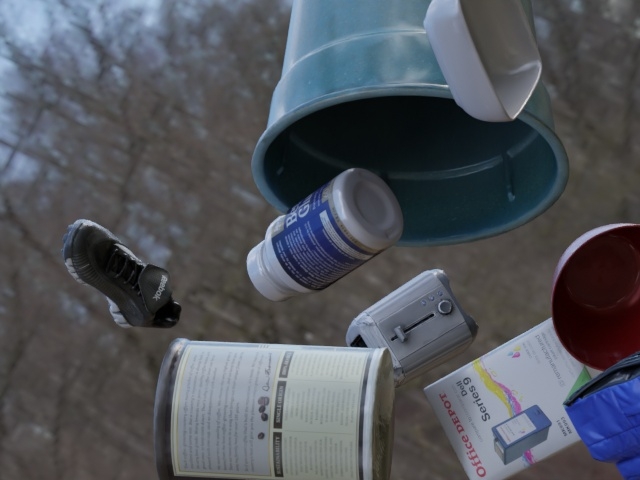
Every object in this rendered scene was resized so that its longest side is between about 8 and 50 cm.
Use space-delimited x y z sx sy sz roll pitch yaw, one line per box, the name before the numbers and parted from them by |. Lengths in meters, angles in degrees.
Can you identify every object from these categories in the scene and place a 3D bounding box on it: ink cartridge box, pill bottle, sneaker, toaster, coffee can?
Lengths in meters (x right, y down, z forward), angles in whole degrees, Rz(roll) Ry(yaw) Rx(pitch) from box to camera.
ink cartridge box | 0.263 0.205 2.187 0.212 0.154 0.093 -31 -11 27
pill bottle | 0.000 0.000 1.839 0.169 0.094 0.094 -34 0 37
sneaker | -0.244 0.047 2.200 0.078 0.106 0.234 -67 -29 -24
toaster | 0.126 0.135 2.485 0.146 0.129 0.227 -29 -6 -12
coffee can | -0.054 0.230 2.187 0.201 0.275 0.201 2 -90 -80

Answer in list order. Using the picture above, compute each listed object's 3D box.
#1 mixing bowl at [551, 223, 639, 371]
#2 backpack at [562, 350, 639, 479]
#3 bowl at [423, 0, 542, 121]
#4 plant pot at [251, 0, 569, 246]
mixing bowl | 0.343 0.052 2.000 0.098 0.181 0.181 -113 41 -68
backpack | 0.282 0.133 1.399 0.120 0.101 0.098 -36 -3 41
bowl | 0.145 -0.186 1.583 0.142 0.053 0.142 65 -150 -21
plant pot | 0.101 -0.215 1.924 0.341 0.341 0.334 73 -164 -61
